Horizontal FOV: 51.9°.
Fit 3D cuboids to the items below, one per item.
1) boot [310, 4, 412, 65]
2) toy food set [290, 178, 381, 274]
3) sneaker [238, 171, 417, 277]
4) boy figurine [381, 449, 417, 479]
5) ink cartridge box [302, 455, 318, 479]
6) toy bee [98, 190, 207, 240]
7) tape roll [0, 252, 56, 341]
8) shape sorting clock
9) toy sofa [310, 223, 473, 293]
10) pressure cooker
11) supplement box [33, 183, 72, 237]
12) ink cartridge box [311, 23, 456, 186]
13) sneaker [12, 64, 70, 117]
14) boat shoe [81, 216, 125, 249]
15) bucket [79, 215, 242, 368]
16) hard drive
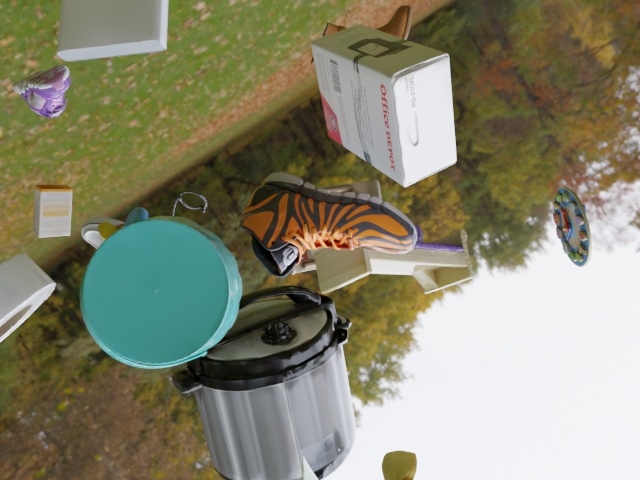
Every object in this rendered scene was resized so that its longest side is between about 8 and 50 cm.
[{"bbox_3d":[0.082,-0.399,1.302,0.197,0.152,0.073,-63,-166,16],"label":"boot"},{"bbox_3d":[0.038,-0.041,1.743,0.306,0.220,0.092,-9,180,-28],"label":"toy food set"},{"bbox_3d":[0.000,0.000,1.171,0.320,0.125,0.180,16,-127,22],"label":"sneaker"},{"bbox_3d":[0.209,0.607,1.448,0.092,0.285,0.177,-11,142,-8],"label":"boy figurine"},{"bbox_3d":[0.035,0.456,0.994,0.056,0.235,0.171,-15,-144,9],"label":"ink cartridge box"},{"bbox_3d":[-0.382,0.007,1.412,0.298,0.195,0.162,-41,-144,55],"label":"toy bee"},{"bbox_3d":[-0.729,0.159,1.455,0.286,0.100,0.286,-44,-175,5],"label":"tape roll"},{"bbox_3d":[0.629,-0.034,1.650,0.040,0.206,0.206,-12,-168,5],"label":"shape sorting clock"},{"bbox_3d":[0.158,0.014,1.436,0.362,0.177,0.150,5,158,-40],"label":"toy sofa"},{"bbox_3d":[-0.112,0.316,1.541,0.375,0.421,0.370,-4,-161,20],"label":"pressure cooker"},{"bbox_3d":[-0.523,-0.058,1.283,0.062,0.099,0.036,-5,-159,-42],"label":"supplement box"},{"bbox_3d":[0.093,-0.211,0.995,0.100,0.172,0.237,-25,-144,-17],"label":"ink cartridge box"},{"bbox_3d":[-0.624,-0.337,1.515,0.095,0.105,0.236,-37,-153,-29],"label":"sneaker"},{"bbox_3d":[-0.470,0.033,1.610,0.096,0.267,0.088,-57,-172,34],"label":"boat shoe"},{"bbox_3d":[-0.275,0.087,1.155,0.281,0.281,0.183,-34,-179,-5],"label":"bucket"},{"bbox_3d":[-0.440,-0.565,1.418,0.232,0.353,0.047,-4,164,9],"label":"hard drive"}]
